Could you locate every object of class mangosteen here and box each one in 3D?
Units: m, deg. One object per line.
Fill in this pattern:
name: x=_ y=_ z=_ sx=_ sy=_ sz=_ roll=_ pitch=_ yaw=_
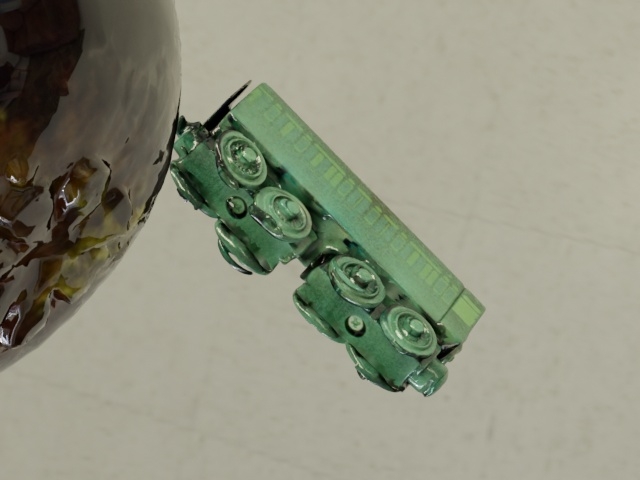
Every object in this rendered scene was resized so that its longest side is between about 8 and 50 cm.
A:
mangosteen: x=-0.150 y=-0.055 z=0.582 sx=0.217 sy=0.192 sz=0.192 roll=36 pitch=103 yaw=22

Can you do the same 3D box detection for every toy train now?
toy train: x=0.000 y=0.000 z=0.794 sx=0.148 sy=0.071 sz=0.038 roll=46 pitch=122 yaw=-3
